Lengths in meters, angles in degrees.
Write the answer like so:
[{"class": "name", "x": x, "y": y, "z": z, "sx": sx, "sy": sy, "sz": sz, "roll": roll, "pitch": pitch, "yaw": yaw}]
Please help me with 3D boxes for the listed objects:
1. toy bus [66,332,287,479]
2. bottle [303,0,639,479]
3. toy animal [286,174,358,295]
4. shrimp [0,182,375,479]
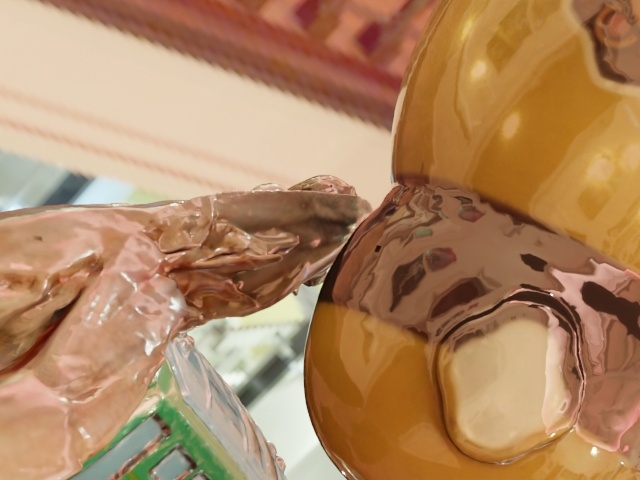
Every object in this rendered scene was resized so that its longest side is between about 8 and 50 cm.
[{"class": "toy bus", "x": -0.148, "y": 0.176, "z": 1.412, "sx": 0.183, "sy": 0.199, "sz": 0.343, "roll": 57, "pitch": -1, "yaw": 42}, {"class": "bottle", "x": 0.118, "y": -0.047, "z": 0.688, "sx": 0.171, "sy": 0.351, "sz": 0.171, "roll": 26, "pitch": -9, "yaw": 5}, {"class": "toy animal", "x": 0.000, "y": 0.000, "z": 1.076, "sx": 0.047, "sy": 0.065, "sz": 0.135, "roll": 63, "pitch": -1, "yaw": 23}, {"class": "shrimp", "x": -0.106, "y": 0.041, "z": 0.706, "sx": 0.317, "sy": 0.062, "sz": 0.164, "roll": -15, "pitch": 38, "yaw": -21}]
